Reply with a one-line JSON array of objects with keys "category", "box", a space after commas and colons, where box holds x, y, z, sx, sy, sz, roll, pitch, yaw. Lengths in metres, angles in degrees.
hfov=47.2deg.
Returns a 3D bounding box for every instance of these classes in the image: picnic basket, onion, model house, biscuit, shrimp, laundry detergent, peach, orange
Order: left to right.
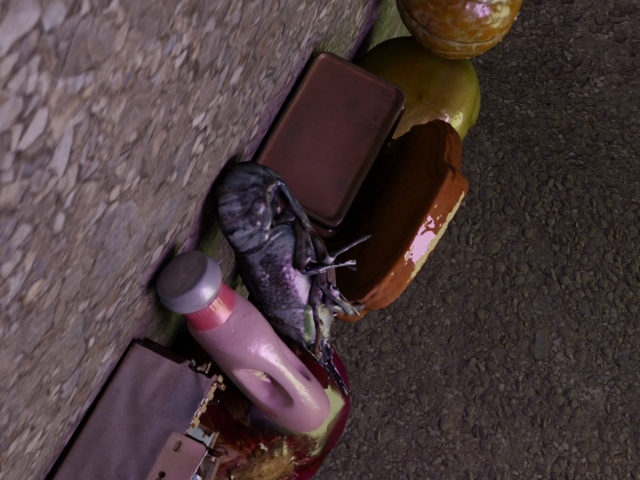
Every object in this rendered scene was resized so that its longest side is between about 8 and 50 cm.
[{"category": "model house", "box": [-0.222, 0.284, 0.977, 0.206, 0.178, 0.271, 94, 21, -67]}, {"category": "laundry detergent", "box": [-0.101, 0.142, 0.986, 0.088, 0.159, 0.335, -53, 138, -20]}, {"category": "onion", "box": [-0.134, 0.252, 1.320, 0.347, 0.348, 0.385, -64, -149, 28]}, {"category": "shrimp", "box": [-0.014, 0.054, 0.993, 0.172, 0.372, 0.137, -11, -147, 43]}, {"category": "picnic basket", "box": [0.010, -0.144, 1.144, 0.266, 0.165, 0.139, -62, 176, -9]}, {"category": "biscuit", "box": [0.084, -0.026, 1.203, 0.455, 0.078, 0.349, -26, -140, 61]}, {"category": "peach", "box": [0.182, -0.285, 1.572, 0.315, 0.281, 0.314, -56, -176, -2]}, {"category": "orange", "box": [0.269, -0.505, 1.373, 0.329, 0.249, 0.329, 24, 90, -81]}]

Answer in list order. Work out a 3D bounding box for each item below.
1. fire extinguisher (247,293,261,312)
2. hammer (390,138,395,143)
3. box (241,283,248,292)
[{"category": "fire extinguisher", "box": [-0.207, 0.235, 1.529, 0.147, 0.106, 0.337, -4, -129, 54]}, {"category": "hammer", "box": [0.105, -0.198, 1.352, 0.029, 0.292, 0.058, 20, 99, -56]}, {"category": "box", "box": [0.000, 0.000, 1.622, 0.341, 0.225, 0.143, -63, 175, 24]}]
